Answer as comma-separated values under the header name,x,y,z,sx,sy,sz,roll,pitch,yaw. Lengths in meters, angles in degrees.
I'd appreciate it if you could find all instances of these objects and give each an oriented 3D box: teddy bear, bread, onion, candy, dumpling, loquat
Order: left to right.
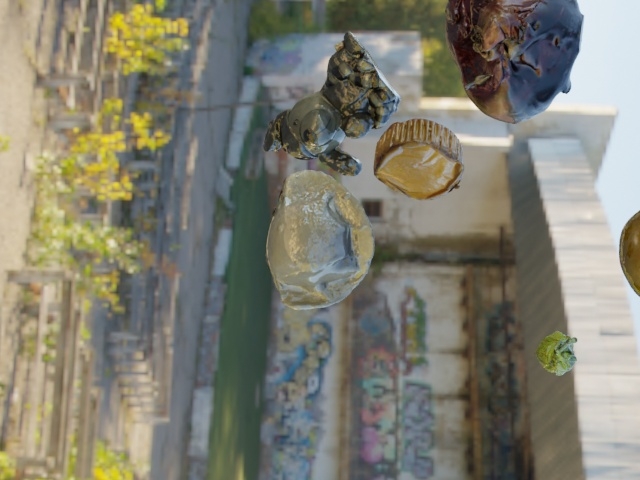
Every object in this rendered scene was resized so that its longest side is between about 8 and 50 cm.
name,x,y,z,sx,sy,sz,roll,pitch,yaw
dumpling,0.000,0.003,2.169,0.175,0.227,0.243,-87,180,-59
teddy bear,0.031,-0.197,1.732,0.251,0.171,0.144,-50,-170,14
bread,0.216,-0.181,2.289,0.199,0.199,0.104,88,8,-52
onion,0.311,-0.321,1.701,0.281,0.221,0.281,6,90,-78
candy,0.441,0.197,1.898,0.077,0.073,0.262,62,-1,13
loquat,0.621,0.015,1.762,0.246,0.213,0.213,138,-45,-74
